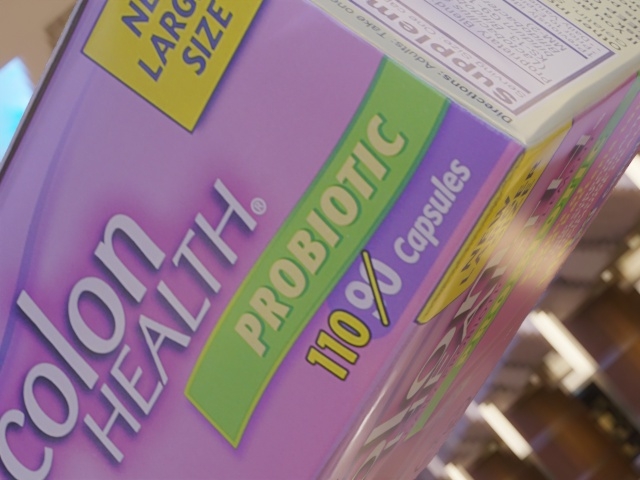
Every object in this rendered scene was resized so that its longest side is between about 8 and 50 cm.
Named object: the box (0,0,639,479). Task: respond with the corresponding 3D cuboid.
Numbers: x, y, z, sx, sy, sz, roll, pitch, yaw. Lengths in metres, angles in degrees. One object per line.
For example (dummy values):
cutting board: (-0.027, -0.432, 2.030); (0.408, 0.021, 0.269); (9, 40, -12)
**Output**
box: (0.000, 0.000, 0.585); (0.213, 0.117, 0.243); (-59, -13, 24)
